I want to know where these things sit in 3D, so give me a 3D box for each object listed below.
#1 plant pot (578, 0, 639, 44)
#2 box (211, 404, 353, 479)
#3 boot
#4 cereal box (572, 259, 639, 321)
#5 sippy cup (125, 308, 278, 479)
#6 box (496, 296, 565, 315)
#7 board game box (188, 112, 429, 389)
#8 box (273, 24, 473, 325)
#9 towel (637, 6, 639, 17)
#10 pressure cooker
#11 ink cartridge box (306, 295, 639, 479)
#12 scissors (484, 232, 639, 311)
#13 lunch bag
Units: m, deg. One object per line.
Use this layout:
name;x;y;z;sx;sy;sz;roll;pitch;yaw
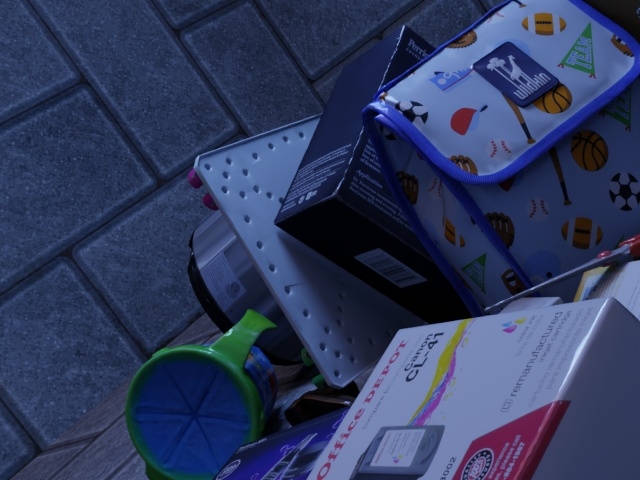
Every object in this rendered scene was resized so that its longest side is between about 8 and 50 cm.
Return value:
plant pot;0.468;-0.312;1.108;0.237;0.254;0.237;-36;7;5
box;-0.036;0.308;1.017;0.261;0.103;0.184;-29;7;38
boot;0.028;0.232;1.265;0.106;0.082;0.219;-42;8;-28
cereal box;0.319;0.094;0.790;0.173;0.047;0.240;-62;19;-20
sippy cup;-0.181;0.273;1.459;0.306;0.240;0.224;-24;-1;15
box;0.232;0.130;0.934;0.101;0.102;0.087;-39;10;-19
board game box;0.025;-0.005;1.346;0.390;0.390;0.050;-28;-6;-47
box;0.158;-0.084;1.292;0.179;0.343;0.312;-22;40;57
towel;0.578;-0.223;0.939;0.312;0.324;0.056;-32;-25;-9
pressure cooker;-0.002;0.001;1.643;0.420;0.370;0.375;-41;21;24
ink cartridge box;0.142;0.185;0.751;0.226;0.131;0.306;-54;17;-26
scissors;0.312;0.010;0.867;0.297;0.021;0.109;-23;3;-10
lunch bag;0.276;-0.101;1.092;0.328;0.385;0.239;-37;7;-17
